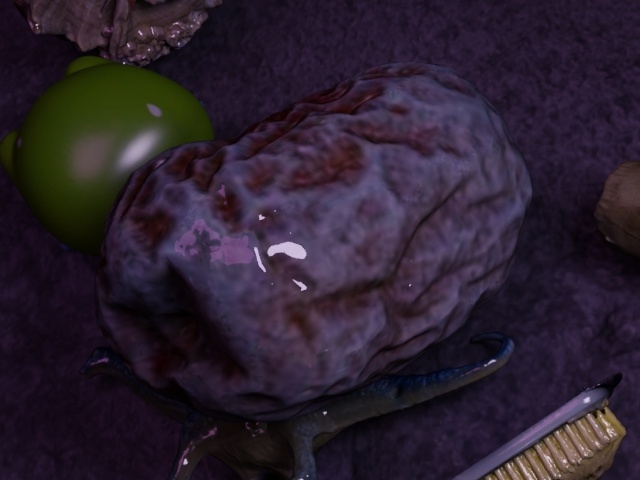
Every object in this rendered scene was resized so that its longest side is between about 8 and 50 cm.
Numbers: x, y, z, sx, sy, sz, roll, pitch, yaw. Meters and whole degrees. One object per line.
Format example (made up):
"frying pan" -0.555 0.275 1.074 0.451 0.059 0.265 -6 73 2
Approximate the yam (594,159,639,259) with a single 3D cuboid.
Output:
"yam" 0.351 0.033 1.233 0.371 0.083 0.083 26 82 34

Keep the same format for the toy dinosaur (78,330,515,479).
"toy dinosaur" -0.034 0.135 1.385 0.363 0.076 0.147 -6 62 27

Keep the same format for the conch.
"conch" -0.172 -0.229 1.563 0.245 0.178 0.163 -147 51 -59

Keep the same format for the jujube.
"jujube" 0.000 0.000 1.304 0.226 0.226 0.317 32 47 33

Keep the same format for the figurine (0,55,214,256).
"figurine" -0.128 -0.039 1.475 0.263 0.143 0.162 37 85 22

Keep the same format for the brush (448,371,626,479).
"brush" 0.097 0.191 1.311 0.297 0.068 0.060 -34 80 15
